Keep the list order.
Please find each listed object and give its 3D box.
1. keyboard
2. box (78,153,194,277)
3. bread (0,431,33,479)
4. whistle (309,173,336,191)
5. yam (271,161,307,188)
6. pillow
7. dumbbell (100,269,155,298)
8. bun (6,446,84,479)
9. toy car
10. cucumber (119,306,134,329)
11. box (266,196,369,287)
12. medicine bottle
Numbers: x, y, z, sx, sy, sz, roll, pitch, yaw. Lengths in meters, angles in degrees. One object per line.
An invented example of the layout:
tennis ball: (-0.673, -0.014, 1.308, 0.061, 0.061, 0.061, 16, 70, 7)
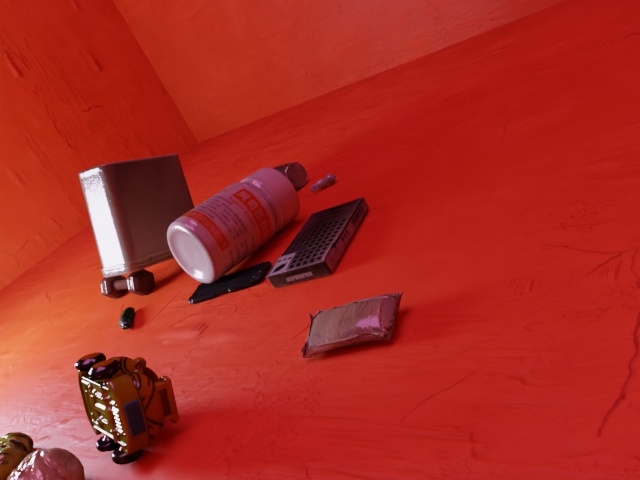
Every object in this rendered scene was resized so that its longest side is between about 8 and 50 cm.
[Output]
keyboard: (-0.256, 0.120, 1.701, 0.263, 0.016, 0.106, -19, 23, 26)
box: (-0.580, -0.092, 2.009, 0.178, 0.343, 0.352, -8, 8, 35)
bread: (-0.713, 0.488, 1.366, 0.130, 0.071, 0.139, -17, 24, 40)
whistle: (0.010, -0.194, 2.058, 0.100, 0.035, 0.035, -28, 21, 7)
yam: (-0.151, -0.219, 2.224, 0.194, 0.107, 0.107, -14, 26, 31)
pillow: (0.060, 0.159, 1.160, 0.208, 0.053, 0.119, -17, 28, 28)
dumbbell: (-0.649, 0.146, 2.045, 0.231, 0.092, 0.082, -10, 0, 41)
bun: (-0.531, 0.461, 1.139, 0.164, 0.111, 0.188, -30, 24, 7)
toy car: (-0.379, 0.314, 1.206, 0.143, 0.200, 0.248, -17, 12, -37)
cucumber: (-0.580, 0.235, 1.820, 0.039, 0.039, 0.168, -30, 18, -2)
box: (0.001, 0.000, 1.611, 0.181, 0.047, 0.324, -16, 24, 32)
medicine bottle: (-0.250, -0.052, 1.808, 0.211, 0.211, 0.371, -3, 28, 48)
